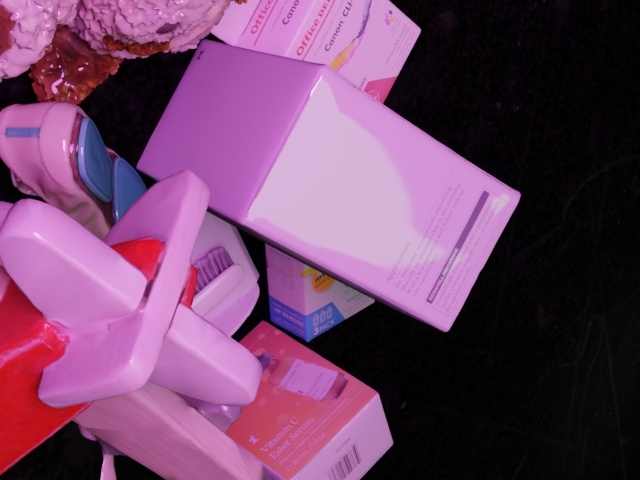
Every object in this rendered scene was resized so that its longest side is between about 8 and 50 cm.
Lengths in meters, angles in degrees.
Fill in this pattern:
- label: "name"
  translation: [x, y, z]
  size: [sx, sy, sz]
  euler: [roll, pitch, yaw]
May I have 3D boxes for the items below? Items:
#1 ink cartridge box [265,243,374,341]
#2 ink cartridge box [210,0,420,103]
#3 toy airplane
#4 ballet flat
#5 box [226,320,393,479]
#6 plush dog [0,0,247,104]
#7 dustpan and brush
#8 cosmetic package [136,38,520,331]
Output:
- label: "ink cartridge box"
  translation: [0.000, 0.000, 1.147]
  size: [0.104, 0.061, 0.181]
  euler: [-29, 130, -35]
- label: "ink cartridge box"
  translation: [-0.002, -0.194, 1.027]
  size: [0.198, 0.067, 0.115]
  euler: [26, 92, -52]
- label: "toy airplane"
  translation: [-0.220, 0.057, 0.746]
  size: [0.384, 0.272, 0.386]
  euler: [1, 130, -7]
- label: "ballet flat"
  translation: [-0.192, -0.040, 0.882]
  size: [0.086, 0.086, 0.248]
  euler: [-52, 162, -14]
- label: "box"
  translation: [-0.035, 0.184, 1.126]
  size: [0.130, 0.170, 0.091]
  euler: [-43, 139, -24]
- label: "plush dog"
  translation: [-0.145, -0.214, 0.798]
  size: [0.262, 0.211, 0.225]
  euler: [-27, 152, 1]
- label: "dustpan and brush"
  translation: [-0.130, 0.071, 1.041]
  size: [0.211, 0.060, 0.147]
  euler: [-45, 139, -22]
- label: "cosmetic package"
  translation: [0.000, -0.051, 0.939]
  size: [0.224, 0.224, 0.138]
  euler: [30, 88, -32]
